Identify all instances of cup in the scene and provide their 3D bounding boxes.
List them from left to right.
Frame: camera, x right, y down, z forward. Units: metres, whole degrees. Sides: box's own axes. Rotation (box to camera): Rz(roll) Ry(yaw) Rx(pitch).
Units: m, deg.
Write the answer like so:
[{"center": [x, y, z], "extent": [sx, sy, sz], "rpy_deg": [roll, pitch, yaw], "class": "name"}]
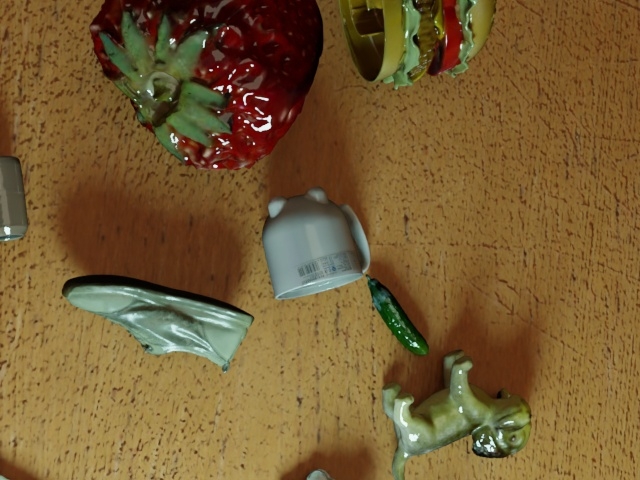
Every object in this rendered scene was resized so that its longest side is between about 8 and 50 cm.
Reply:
[{"center": [0.000, -0.002, 1.898], "extent": [0.174, 0.134, 0.141], "rpy_deg": [-12, 80, -16], "class": "cup"}]

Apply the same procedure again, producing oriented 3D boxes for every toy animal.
[{"center": [0.204, 0.257, 1.916], "extent": [0.233, 0.121, 0.168], "rpy_deg": [-13, 94, -15], "class": "toy animal"}]

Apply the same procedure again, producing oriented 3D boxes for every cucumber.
[{"center": [0.113, 0.116, 1.957], "extent": [0.037, 0.037, 0.155], "rpy_deg": [-36, 90, -19], "class": "cucumber"}]

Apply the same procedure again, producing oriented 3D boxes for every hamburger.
[{"center": [0.156, -0.375, 1.948], "extent": [0.212, 0.274, 0.274], "rpy_deg": [-12, 82, -13], "class": "hamburger"}]

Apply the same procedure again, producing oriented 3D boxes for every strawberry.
[{"center": [-0.140, -0.285, 1.873], "extent": [0.318, 0.295, 0.345], "rpy_deg": [32, 38, 10], "class": "strawberry"}]

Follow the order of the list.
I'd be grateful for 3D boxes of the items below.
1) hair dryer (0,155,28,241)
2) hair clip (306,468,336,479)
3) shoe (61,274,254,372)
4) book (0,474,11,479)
[{"center": [-0.508, -0.052, 1.809], "extent": [0.182, 0.064, 0.117], "rpy_deg": [-7, 82, -9], "class": "hair dryer"}, {"center": [-0.021, 0.422, 1.850], "extent": [0.220, 0.054, 0.140], "rpy_deg": [-32, 93, -17], "class": "hair clip"}, {"center": [-0.235, 0.113, 1.828], "extent": [0.275, 0.103, 0.098], "rpy_deg": [16, 89, -10], "class": "shoe"}, {"center": [-0.422, 0.438, 1.744], "extent": [0.289, 0.026, 0.201], "rpy_deg": [30, 74, -9], "class": "book"}]
